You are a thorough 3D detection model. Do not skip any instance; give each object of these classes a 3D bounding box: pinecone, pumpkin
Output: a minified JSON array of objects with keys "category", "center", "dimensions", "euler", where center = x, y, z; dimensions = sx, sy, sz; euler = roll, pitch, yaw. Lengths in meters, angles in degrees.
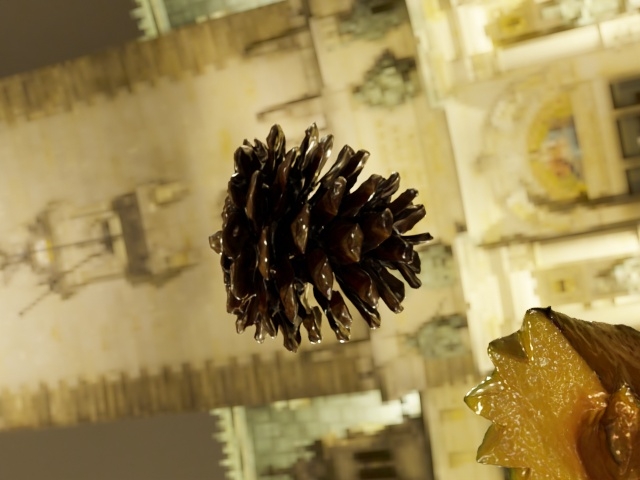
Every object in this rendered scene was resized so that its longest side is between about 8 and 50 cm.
[{"category":"pinecone","center":[0.000,0.000,1.312],"dimensions":[0.208,0.208,0.207],"euler":[27,-122,-55]},{"category":"pumpkin","center":[0.224,0.153,1.225],"dimensions":[0.254,0.130,0.149],"euler":[49,-149,-3]}]
